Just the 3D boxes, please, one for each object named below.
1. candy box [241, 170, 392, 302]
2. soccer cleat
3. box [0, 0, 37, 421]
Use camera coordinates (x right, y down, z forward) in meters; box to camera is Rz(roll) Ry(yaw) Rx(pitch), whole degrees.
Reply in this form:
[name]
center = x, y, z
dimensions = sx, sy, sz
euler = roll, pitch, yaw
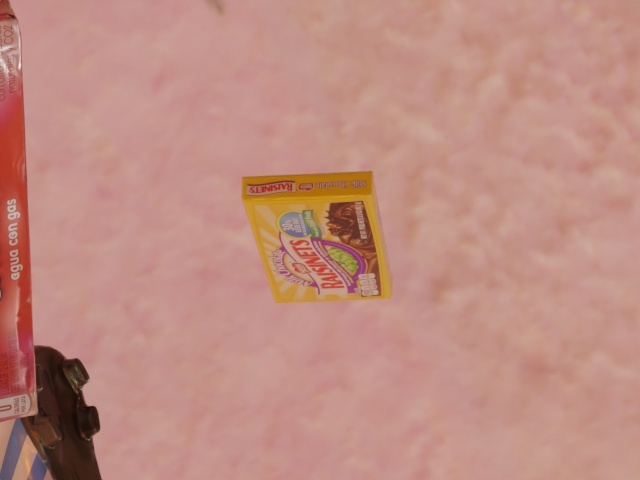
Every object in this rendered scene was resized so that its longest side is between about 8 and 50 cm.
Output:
[candy box]
center = 0.000, 0.000, 1.593
dimensions = 0.206, 0.105, 0.027
euler = 75, 16, -64
[soccer cleat]
center = -0.244, 0.258, 1.712
dimensions = 0.116, 0.143, 0.331
euler = 1, 72, -53
[box]
center = -0.221, -0.029, 0.990
dimensions = 0.122, 0.257, 0.128
euler = -10, 40, -18
